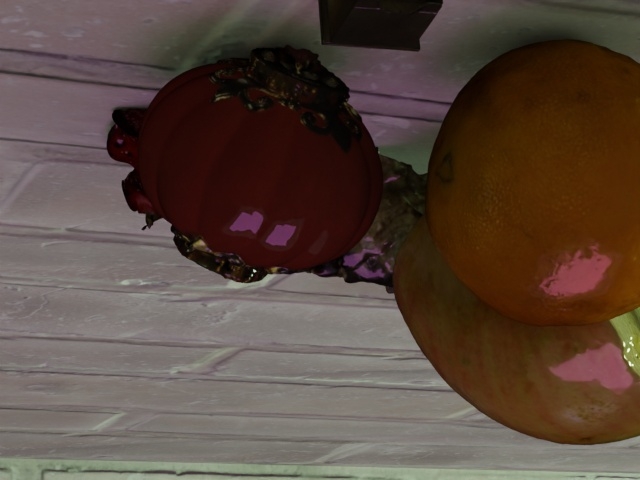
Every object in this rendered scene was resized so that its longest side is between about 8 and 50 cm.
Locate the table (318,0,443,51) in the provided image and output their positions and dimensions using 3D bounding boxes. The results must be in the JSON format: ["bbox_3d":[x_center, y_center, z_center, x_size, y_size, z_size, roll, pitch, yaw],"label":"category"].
[{"bbox_3d":[0.050,-0.200,1.467,0.083,0.070,0.082,3,159,-17],"label":"table"}]

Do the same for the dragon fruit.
[{"bbox_3d":[-0.166,-0.061,1.861,0.122,0.092,0.192,4,163,-22],"label":"dragon fruit"}]

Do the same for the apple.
[{"bbox_3d":[0.234,0.074,1.931,0.314,0.252,0.309,16,174,36],"label":"apple"}]

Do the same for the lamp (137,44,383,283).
[{"bbox_3d":[-0.052,-0.073,1.652,0.227,0.227,0.227,-3,164,-1],"label":"lamp"}]

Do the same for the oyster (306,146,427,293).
[{"bbox_3d":[0.101,-0.005,2.038,0.337,0.133,0.198,8,165,-27],"label":"oyster"}]

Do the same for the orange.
[{"bbox_3d":[0.217,-0.051,1.663,0.261,0.261,0.261,-3,164,-1],"label":"orange"}]
